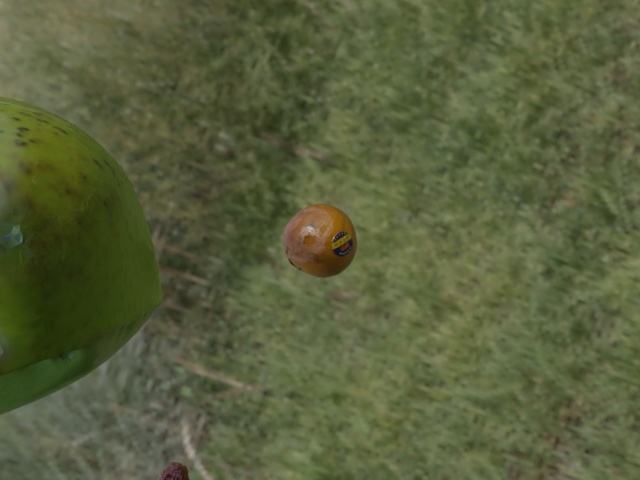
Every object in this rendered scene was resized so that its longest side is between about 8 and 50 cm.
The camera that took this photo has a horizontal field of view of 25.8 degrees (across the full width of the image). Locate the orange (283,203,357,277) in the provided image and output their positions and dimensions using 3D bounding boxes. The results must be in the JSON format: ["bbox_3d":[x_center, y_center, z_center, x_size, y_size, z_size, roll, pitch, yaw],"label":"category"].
[{"bbox_3d":[-0.001,0.000,1.519,0.083,0.083,0.083,-50,29,40],"label":"orange"}]

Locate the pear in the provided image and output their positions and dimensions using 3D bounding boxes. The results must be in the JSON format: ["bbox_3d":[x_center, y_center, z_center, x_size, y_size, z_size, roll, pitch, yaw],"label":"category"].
[{"bbox_3d":[-0.270,0.010,1.008,0.318,0.342,0.239,-9,100,62],"label":"pear"}]

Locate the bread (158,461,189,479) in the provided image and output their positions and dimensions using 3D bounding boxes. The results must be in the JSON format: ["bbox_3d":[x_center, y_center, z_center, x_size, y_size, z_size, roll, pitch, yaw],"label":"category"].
[{"bbox_3d":[-0.076,0.326,1.252,0.139,0.269,0.095,-53,-4,-8],"label":"bread"}]
